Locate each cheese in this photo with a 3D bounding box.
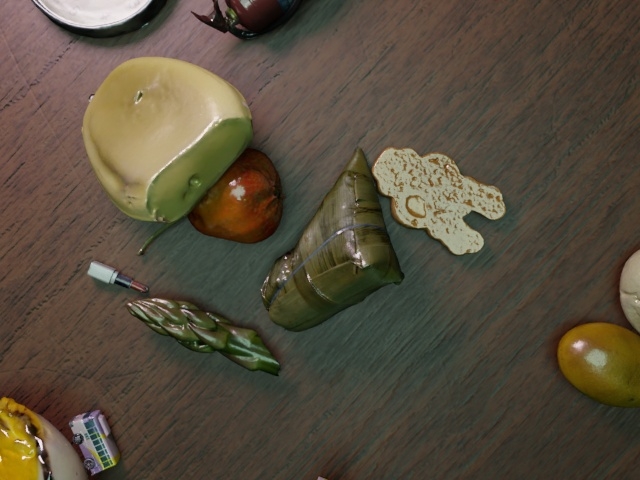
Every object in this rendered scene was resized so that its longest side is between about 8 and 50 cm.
[{"bbox_3d":[-0.267,-0.184,1.268,0.259,0.128,0.316,-41,50,-9],"label":"cheese"}]

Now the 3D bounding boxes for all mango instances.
[{"bbox_3d":[0.512,0.217,1.348,0.228,0.099,0.136,16,86,-9],"label":"mango"}]

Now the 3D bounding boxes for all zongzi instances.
[{"bbox_3d":[0.000,0.000,1.340,0.251,0.125,0.274,-31,51,27],"label":"zongzi"}]

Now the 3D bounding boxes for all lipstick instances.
[{"bbox_3d":[-0.351,0.068,1.376,0.107,0.025,0.025,24,94,-7],"label":"lipstick"}]

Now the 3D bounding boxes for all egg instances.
[{"bbox_3d":[-0.501,0.409,1.328,0.264,0.174,0.286,-48,67,13],"label":"egg"}]

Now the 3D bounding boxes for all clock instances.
[{"bbox_3d":[-0.379,-0.486,1.334,0.281,0.055,0.280,0,93,1],"label":"clock"}]

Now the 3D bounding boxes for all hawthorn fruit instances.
[{"bbox_3d":[-0.197,-0.054,1.334,0.286,0.165,0.165,-17,93,24],"label":"hawthorn fruit"}]

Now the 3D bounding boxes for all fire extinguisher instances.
[{"bbox_3d":[-0.054,-0.447,1.301,0.341,0.141,0.105,-37,54,1],"label":"fire extinguisher"}]

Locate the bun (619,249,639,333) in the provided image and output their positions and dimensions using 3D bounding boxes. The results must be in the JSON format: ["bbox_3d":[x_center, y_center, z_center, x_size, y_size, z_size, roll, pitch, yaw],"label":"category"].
[{"bbox_3d":[0.597,0.095,1.331,0.164,0.111,0.188,-16,89,-2],"label":"bun"}]

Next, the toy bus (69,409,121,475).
[{"bbox_3d":[-0.392,0.348,1.375,0.058,0.052,0.102,-22,94,-1],"label":"toy bus"}]

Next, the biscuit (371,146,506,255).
[{"bbox_3d":[0.196,-0.076,1.362,0.236,0.040,0.144,33,85,1],"label":"biscuit"}]

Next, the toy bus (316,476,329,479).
[{"bbox_3d":[0.021,0.459,1.293,0.081,0.226,0.074,22,89,0],"label":"toy bus"}]

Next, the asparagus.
[{"bbox_3d":[-0.196,0.155,1.355,0.287,0.080,0.080,20,93,-9],"label":"asparagus"}]
